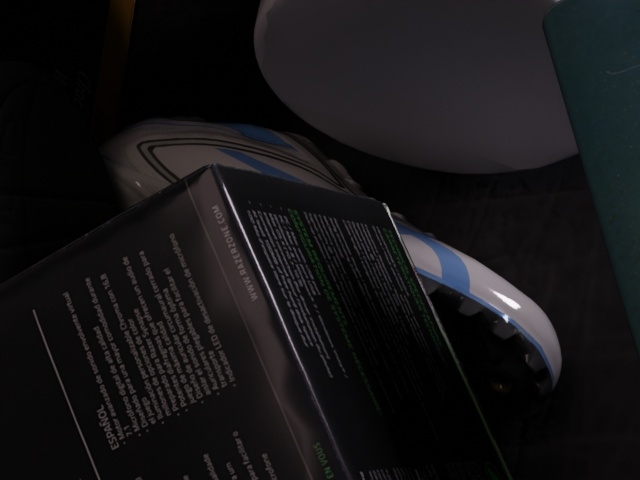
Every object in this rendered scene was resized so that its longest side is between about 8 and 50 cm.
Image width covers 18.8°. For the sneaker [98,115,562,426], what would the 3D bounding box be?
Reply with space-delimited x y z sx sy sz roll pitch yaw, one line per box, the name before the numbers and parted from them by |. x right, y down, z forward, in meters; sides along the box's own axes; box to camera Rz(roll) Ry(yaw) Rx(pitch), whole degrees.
sneaker | 0.000 0.000 0.741 0.237 0.085 0.086 23 52 38

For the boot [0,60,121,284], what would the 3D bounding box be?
boot | -0.160 0.057 0.767 0.178 0.085 0.236 -7 91 38

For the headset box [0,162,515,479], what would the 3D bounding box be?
headset box | -0.072 0.153 0.587 0.283 0.131 0.246 -30 75 19

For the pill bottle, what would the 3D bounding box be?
pill bottle | 0.069 -0.181 0.749 0.161 0.161 0.283 -8 57 34

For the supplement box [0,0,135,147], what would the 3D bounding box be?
supplement box | -0.196 -0.104 0.879 0.129 0.194 0.191 -16 53 28

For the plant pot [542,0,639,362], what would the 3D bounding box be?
plant pot | 0.182 0.039 0.515 0.165 0.165 0.234 -21 57 26
